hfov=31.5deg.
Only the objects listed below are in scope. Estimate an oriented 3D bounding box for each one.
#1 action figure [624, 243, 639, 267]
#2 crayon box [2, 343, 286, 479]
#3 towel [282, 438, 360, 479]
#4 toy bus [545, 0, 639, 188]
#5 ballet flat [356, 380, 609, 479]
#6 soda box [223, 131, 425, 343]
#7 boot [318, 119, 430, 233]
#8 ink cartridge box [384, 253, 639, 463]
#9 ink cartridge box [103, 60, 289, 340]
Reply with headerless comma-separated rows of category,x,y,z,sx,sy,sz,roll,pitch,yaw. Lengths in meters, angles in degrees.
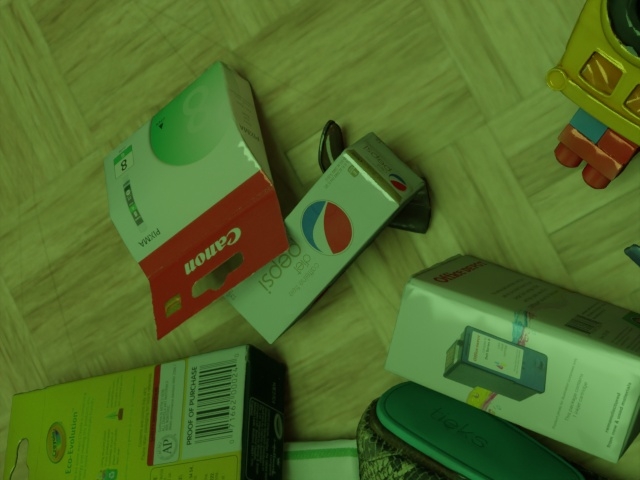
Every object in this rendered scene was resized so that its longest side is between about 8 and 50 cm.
action figure,0.406,0.069,0.844,0.341,0.178,0.330,36,92,5
crayon box,-0.190,0.235,1.174,0.318,0.081,0.202,-13,60,27
towel,-0.069,0.358,1.115,0.248,0.038,0.325,-8,62,28
toy bus,0.294,-0.119,0.916,0.220,0.149,0.211,37,123,15
ballet flat,0.226,0.276,0.960,0.483,0.164,0.182,20,120,40
soda box,0.000,0.000,1.081,0.074,0.069,0.216,45,122,5
boot,0.056,-0.061,1.089,0.114,0.037,0.106,6,112,29
ink cartridge box,0.184,0.092,0.977,0.212,0.154,0.093,21,106,22
ink cartridge box,-0.130,-0.041,1.117,0.181,0.056,0.224,-35,46,25
